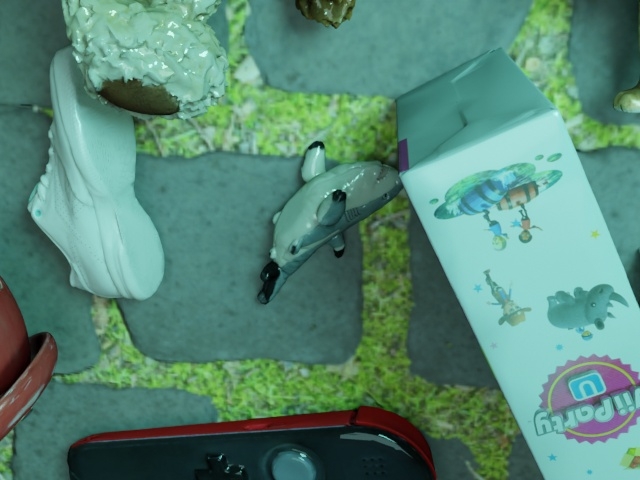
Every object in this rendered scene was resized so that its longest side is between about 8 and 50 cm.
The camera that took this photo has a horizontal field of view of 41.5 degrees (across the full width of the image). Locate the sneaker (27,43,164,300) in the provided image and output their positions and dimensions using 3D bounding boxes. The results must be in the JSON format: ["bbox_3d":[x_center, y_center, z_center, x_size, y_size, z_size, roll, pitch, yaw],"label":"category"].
[{"bbox_3d":[-0.195,-0.047,0.673,0.094,0.080,0.212,0,114,19],"label":"sneaker"}]

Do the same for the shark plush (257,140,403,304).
[{"bbox_3d":[0.000,0.000,0.680,0.067,0.073,0.161,19,111,-35],"label":"shark plush"}]

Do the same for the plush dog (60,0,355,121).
[{"bbox_3d":[-0.074,-0.238,0.547,0.225,0.211,0.262,-15,138,-3],"label":"plush dog"}]

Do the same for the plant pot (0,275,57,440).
[{"bbox_3d":[-0.326,0.095,0.679,0.191,0.191,0.174,-34,107,18],"label":"plant pot"}]

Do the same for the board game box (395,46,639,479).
[{"bbox_3d":[0.156,0.038,0.584,0.097,0.224,0.303,-25,107,14],"label":"board game box"}]

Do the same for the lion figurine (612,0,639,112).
[{"bbox_3d":[0.323,-0.193,0.533,0.392,0.142,0.240,0,106,-14],"label":"lion figurine"}]

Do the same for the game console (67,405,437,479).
[{"bbox_3d":[-0.039,0.341,0.817,0.341,0.060,0.387,-8,110,9],"label":"game console"}]
